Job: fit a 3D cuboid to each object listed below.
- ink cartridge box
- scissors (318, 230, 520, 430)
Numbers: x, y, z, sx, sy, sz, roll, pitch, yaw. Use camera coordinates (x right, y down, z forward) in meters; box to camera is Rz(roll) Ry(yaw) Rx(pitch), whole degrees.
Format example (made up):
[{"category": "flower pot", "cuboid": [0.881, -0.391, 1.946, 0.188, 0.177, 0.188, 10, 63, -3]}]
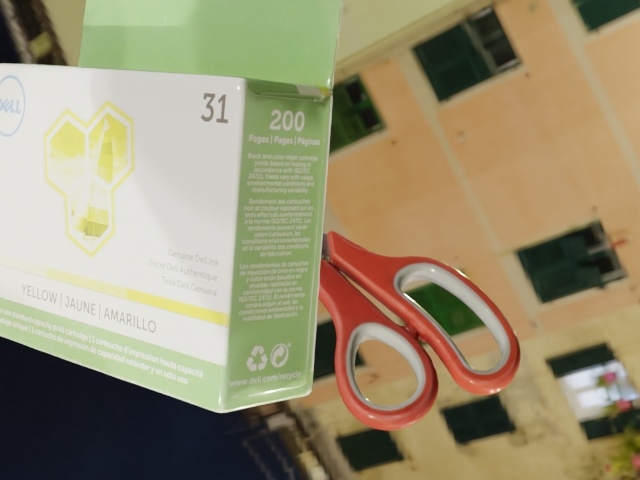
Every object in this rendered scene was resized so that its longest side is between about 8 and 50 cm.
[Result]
[{"category": "ink cartridge box", "cuboid": [-0.068, -0.065, 0.484, 0.056, 0.171, 0.235, -3, -80, -46]}, {"category": "scissors", "cuboid": [0.000, 0.000, 0.741, 0.297, 0.109, 0.021, 48, 162, 33]}]
